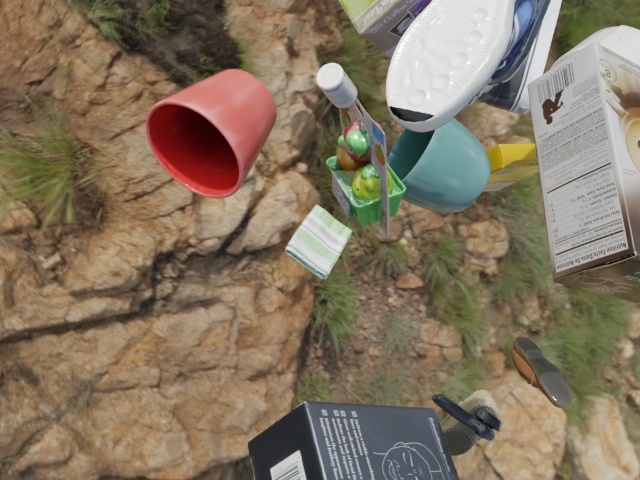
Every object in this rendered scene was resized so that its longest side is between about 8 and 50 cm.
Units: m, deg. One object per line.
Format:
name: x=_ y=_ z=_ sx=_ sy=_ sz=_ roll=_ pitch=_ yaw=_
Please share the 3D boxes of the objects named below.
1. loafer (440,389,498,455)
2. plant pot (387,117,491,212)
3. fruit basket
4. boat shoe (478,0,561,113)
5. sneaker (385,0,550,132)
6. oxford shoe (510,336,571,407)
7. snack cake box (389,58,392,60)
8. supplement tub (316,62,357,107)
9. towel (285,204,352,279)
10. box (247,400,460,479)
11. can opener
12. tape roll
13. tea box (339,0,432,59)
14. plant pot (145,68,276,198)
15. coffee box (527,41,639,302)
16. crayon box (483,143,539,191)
loafer: x=0.415 y=0.522 z=1.774 sx=0.102 sy=0.268 sz=0.092 roll=37 pitch=35 yaw=-2
plant pot: x=0.357 y=-0.218 z=1.838 sx=0.235 sy=0.293 sz=0.293 roll=28 pitch=81 yaw=-14
fruit basket: x=0.103 y=-0.226 z=1.678 sx=0.166 sy=0.327 sz=0.353 roll=-23 pitch=137 yaw=-6
boat shoe: x=0.332 y=-0.368 z=1.049 sx=0.102 sy=0.108 sz=0.301 roll=13 pitch=90 yaw=-2
sneaker: x=0.212 y=-0.240 z=0.858 sx=0.322 sy=0.130 sz=0.236 roll=-64 pitch=152 yaw=-13
oxford shoe: x=0.543 y=0.338 z=1.539 sx=0.076 sy=0.212 sz=0.076 roll=2 pitch=125 yaw=-21
snack cake box: x=0.301 y=-0.625 z=1.751 sx=0.089 sy=0.152 sz=0.264 roll=26 pitch=65 yaw=-9
supplement tub: x=0.040 y=-0.374 z=1.504 sx=0.071 sy=0.071 sz=0.107 roll=-67 pitch=153 yaw=-7
towel: x=0.000 y=0.000 z=1.381 sx=0.113 sy=0.023 sz=0.152 roll=38 pitch=54 yaw=-8
box: x=0.089 y=0.511 z=1.263 sx=0.396 sy=0.212 sz=0.293 roll=16 pitch=44 yaw=-38
can opener: x=0.367 y=0.448 z=1.580 sx=0.186 sy=0.059 sz=0.073 roll=29 pitch=62 yaw=6
tape roll: x=0.712 y=-0.390 z=1.554 sx=0.169 sy=0.246 sz=0.246 roll=-36 pitch=114 yaw=-34
tea box: x=0.199 y=-0.682 z=1.508 sx=0.220 sy=0.329 sz=0.323 roll=10 pitch=51 yaw=-59
plant pot: x=-0.249 y=-0.283 z=1.538 sx=0.275 sy=0.275 sz=0.243 roll=56 pitch=47 yaw=-24
coffee box: x=0.386 y=-0.083 z=0.812 sx=0.168 sy=0.119 sz=0.297 roll=13 pitch=65 yaw=-28
crayon box: x=0.580 y=-0.235 z=1.967 sx=0.202 sy=0.318 sz=0.081 roll=-4 pitch=80 yaw=-25
